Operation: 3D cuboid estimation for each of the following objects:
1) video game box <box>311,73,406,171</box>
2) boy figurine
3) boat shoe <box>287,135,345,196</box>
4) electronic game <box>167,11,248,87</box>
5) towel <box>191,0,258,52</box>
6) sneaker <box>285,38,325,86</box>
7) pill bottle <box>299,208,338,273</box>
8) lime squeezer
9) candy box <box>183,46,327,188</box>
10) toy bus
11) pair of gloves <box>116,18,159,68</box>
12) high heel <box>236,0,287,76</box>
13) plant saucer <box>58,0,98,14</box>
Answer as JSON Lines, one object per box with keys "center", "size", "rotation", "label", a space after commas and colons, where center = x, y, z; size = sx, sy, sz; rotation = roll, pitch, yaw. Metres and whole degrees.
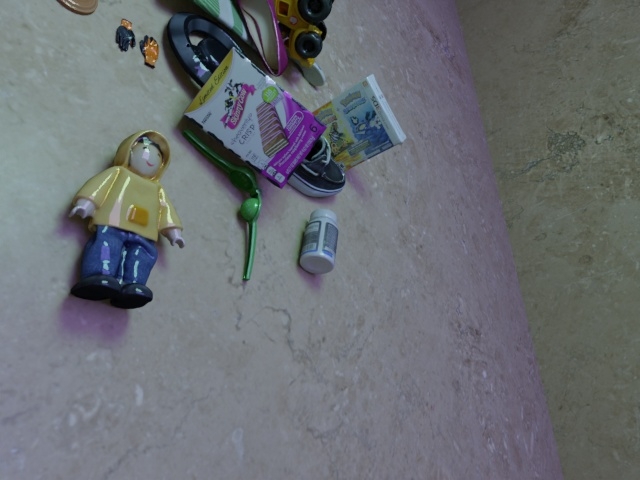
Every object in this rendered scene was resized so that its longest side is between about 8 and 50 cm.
{"center": [0.095, -0.303, 1.264], "size": [0.187, 0.205, 0.048], "rotation": [60, 37, -10], "label": "video game box"}
{"center": [-0.281, -0.041, 0.729], "size": [0.177, 0.092, 0.285], "rotation": [28, 54, -39], "label": "boy figurine"}
{"center": [-0.033, -0.193, 1.109], "size": [0.335, 0.119, 0.121], "rotation": [19, 57, -47], "label": "boat shoe"}
{"center": [-0.226, -0.388, 1.024], "size": [0.229, 0.048, 0.229], "rotation": [35, 38, -33], "label": "electronic game"}
{"center": [-0.235, -0.590, 1.094], "size": [0.325, 0.038, 0.248], "rotation": [13, 61, -62], "label": "towel"}
{"center": [-0.032, -0.510, 1.338], "size": [0.152, 0.058, 0.084], "rotation": [40, 51, -23], "label": "sneaker"}
{"center": [0.000, 0.000, 1.083], "size": [0.078, 0.078, 0.137], "rotation": [39, 44, -34], "label": "pill bottle"}
{"center": [-0.159, -0.082, 0.939], "size": [0.110, 0.059, 0.310], "rotation": [-22, 90, -55], "label": "lime squeezer"}
{"center": [-0.126, -0.234, 0.938], "size": [0.233, 0.159, 0.071], "rotation": [36, 0, -18], "label": "candy box"}
{"center": [-0.079, -0.568, 1.182], "size": [0.211, 0.220, 0.149], "rotation": [12, 41, -4], "label": "toy bus"}
{"center": [-0.341, -0.371, 0.897], "size": [0.083, 0.010, 0.074], "rotation": [23, 54, -44], "label": "pair of gloves"}
{"center": [-0.141, -0.499, 1.090], "size": [0.117, 0.082, 0.244], "rotation": [-93, 167, -49], "label": "high heel"}
{"center": [-0.423, -0.429, 0.819], "size": [0.083, 0.013, 0.083], "rotation": [30, 50, -42], "label": "plant saucer"}
